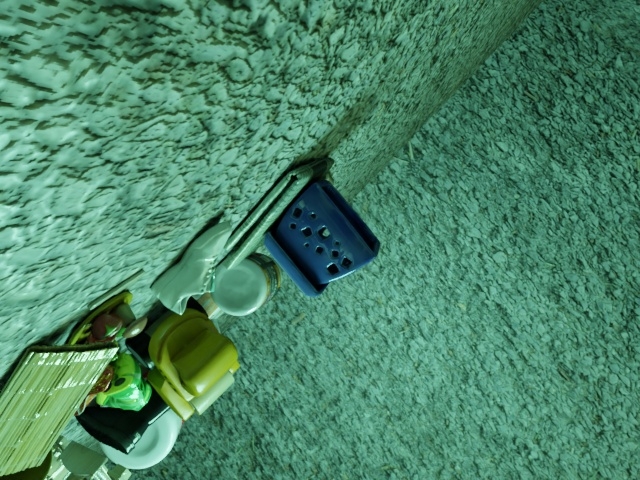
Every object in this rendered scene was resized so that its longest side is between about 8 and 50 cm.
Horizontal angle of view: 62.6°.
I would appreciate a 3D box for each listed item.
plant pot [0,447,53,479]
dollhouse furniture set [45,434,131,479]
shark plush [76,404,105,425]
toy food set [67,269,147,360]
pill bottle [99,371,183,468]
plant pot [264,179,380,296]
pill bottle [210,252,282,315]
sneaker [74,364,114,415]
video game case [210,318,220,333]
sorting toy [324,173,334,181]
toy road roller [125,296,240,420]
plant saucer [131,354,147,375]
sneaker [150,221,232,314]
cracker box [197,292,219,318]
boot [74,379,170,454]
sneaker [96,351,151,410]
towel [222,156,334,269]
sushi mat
[{"bbox_3d":[-0.585,0.409,0.972,0.095,0.134,0.134,-17,-167,33],"label":"plant pot"},{"bbox_3d":[-0.656,0.716,1.451,0.174,0.355,0.303,-54,143,-40],"label":"dollhouse furniture set"},{"bbox_3d":[-0.692,0.550,1.650,0.161,0.067,0.073,-47,176,29],"label":"shark plush"},{"bbox_3d":[-0.367,0.161,0.928,0.218,0.071,0.128,-48,175,37],"label":"toy food set"},{"bbox_3d":[-0.552,0.547,1.731,0.229,0.229,0.408,-45,-174,0],"label":"pill bottle"},{"bbox_3d":[0.000,0.000,1.353,0.212,0.236,0.236,-41,180,12],"label":"plant pot"},{"bbox_3d":[-0.205,0.118,1.540,0.162,0.162,0.278,-46,176,8],"label":"pill bottle"},{"bbox_3d":[-0.531,0.330,1.211,0.175,0.064,0.067,-41,-162,23],"label":"sneaker"},{"bbox_3d":[-0.361,0.361,1.583,0.201,0.183,0.023,-35,152,26],"label":"video game case"},{"bbox_3d":[-0.035,-0.131,1.707,0.208,0.038,0.193,-50,176,5],"label":"sorting toy"},{"bbox_3d":[-0.306,0.317,1.323,0.240,0.330,0.202,18,-130,43],"label":"toy road roller"},{"bbox_3d":[-0.515,0.345,1.578,0.278,0.041,0.278,-45,177,-3],"label":"plant saucer"},{"bbox_3d":[-0.237,0.058,1.056,0.212,0.094,0.080,-46,175,9],"label":"sneaker"},{"bbox_3d":[-0.332,0.195,1.721,0.156,0.067,0.232,-45,176,5],"label":"cracker box"},{"bbox_3d":[-0.536,0.466,1.470,0.246,0.094,0.207,8,-143,33],"label":"boot"},{"bbox_3d":[-0.476,0.356,1.310,0.295,0.123,0.109,-41,-147,55],"label":"sneaker"},{"bbox_3d":[-0.110,-0.083,1.358,0.324,0.056,0.312,-49,178,23],"label":"towel"},{"bbox_3d":[-0.474,0.285,0.869,0.316,0.019,0.151,-52,149,16],"label":"sushi mat"}]
